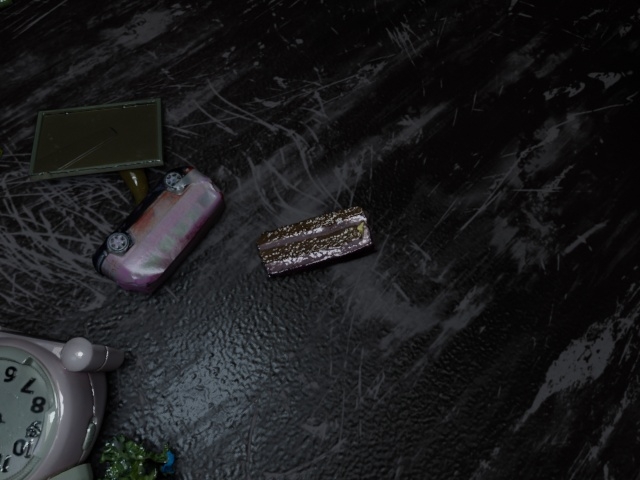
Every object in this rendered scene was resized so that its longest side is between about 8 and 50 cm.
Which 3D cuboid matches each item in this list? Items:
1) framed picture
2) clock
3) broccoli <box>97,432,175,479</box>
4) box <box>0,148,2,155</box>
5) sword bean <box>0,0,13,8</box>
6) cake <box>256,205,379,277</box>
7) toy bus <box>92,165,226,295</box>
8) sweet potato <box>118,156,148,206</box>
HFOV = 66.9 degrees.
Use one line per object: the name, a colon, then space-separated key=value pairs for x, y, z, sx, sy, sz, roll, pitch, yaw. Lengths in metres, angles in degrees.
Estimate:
framed picture: x=-0.516 y=-0.241 z=1.130 sx=0.289 sy=0.020 sz=0.211 roll=-8 pitch=57 yaw=-8
clock: x=-0.552 y=0.328 z=0.874 sx=0.342 sy=0.184 sz=0.326 roll=6 pitch=70 yaw=13
broccoli: x=-0.331 y=0.437 z=0.896 sx=0.154 sy=0.160 sz=0.167 roll=5 pitch=57 yaw=-36
box: x=-0.819 y=-0.132 z=1.062 sx=0.140 sy=0.064 sz=0.220 roll=11 pitch=69 yaw=-4
sword bean: x=-0.904 y=-0.559 z=1.209 sx=0.269 sy=0.038 sz=0.043 roll=-35 pitch=55 yaw=-18
cake: x=0.000 y=0.000 z=1.127 sx=0.295 sy=0.113 sz=0.116 roll=-14 pitch=72 yaw=-7
toy bus: x=-0.344 y=-0.022 z=1.063 sx=0.147 sy=0.127 sz=0.303 roll=35 pitch=70 yaw=0
sweet potato: x=-0.445 y=-0.199 z=1.148 sx=0.069 sy=0.059 sz=0.250 roll=3 pitch=66 yaw=-29
